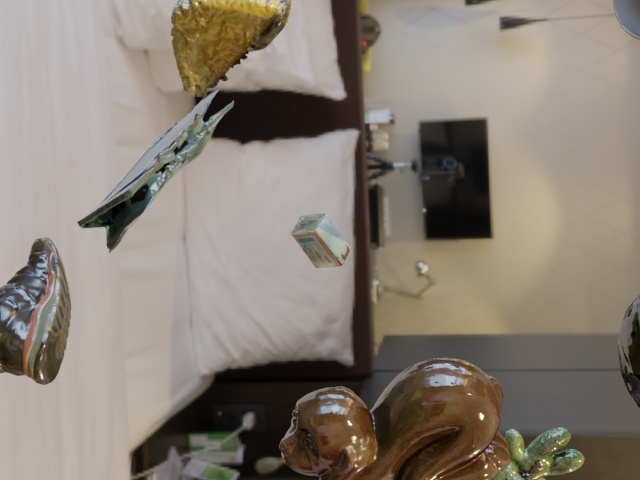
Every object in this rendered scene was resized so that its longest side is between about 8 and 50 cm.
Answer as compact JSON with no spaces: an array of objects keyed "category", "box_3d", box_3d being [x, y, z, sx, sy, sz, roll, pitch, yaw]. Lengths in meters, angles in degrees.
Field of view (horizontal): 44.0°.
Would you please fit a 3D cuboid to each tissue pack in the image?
[{"category":"tissue pack","box_3d":[0.000,0.000,1.440,0.094,0.074,0.058,54,51,-30]}]

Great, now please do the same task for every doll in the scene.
[{"category":"doll","box_3d":[0.299,0.326,1.136,0.115,0.150,0.077,57,5,-14]}]

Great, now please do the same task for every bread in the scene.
[{"category":"bread","box_3d":[-0.164,-0.394,1.381,0.162,0.262,0.204,39,38,-22]}]

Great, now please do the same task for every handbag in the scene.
[{"category":"handbag","box_3d":[-0.200,-0.092,0.994,0.057,0.144,0.221,44,50,-12]}]

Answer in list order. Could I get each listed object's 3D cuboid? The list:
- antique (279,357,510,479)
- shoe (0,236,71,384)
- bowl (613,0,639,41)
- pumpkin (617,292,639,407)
[{"category":"antique","box_3d":[0.082,0.212,0.900,0.121,0.257,0.143,-88,167,-61]},{"category":"shoe","box_3d":[-0.478,0.113,1.272,0.291,0.137,0.114,-102,-169,-50]},{"category":"bowl","box_3d":[0.769,-0.517,1.634,0.144,0.287,0.287,17,66,-39]},{"category":"pumpkin","box_3d":[0.562,0.133,1.084,0.296,0.296,0.296,-2,90,-81]}]
